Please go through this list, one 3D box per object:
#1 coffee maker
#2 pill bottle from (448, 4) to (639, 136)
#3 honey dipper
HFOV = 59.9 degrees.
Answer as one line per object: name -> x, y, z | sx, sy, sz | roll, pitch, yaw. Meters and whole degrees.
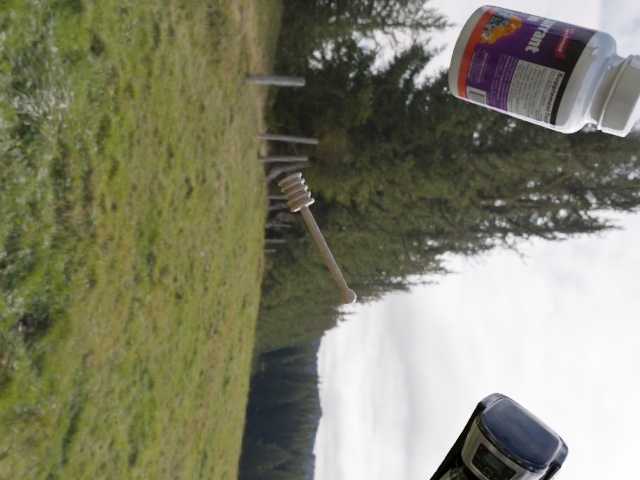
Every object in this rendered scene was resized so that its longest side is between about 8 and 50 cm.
coffee maker -> 0.191, 0.274, 0.653 | 0.178, 0.120, 0.171 | -62, 173, 17
pill bottle -> 0.249, -0.182, 0.605 | 0.108, 0.193, 0.108 | -42, 147, -36
honey dipper -> 0.000, 0.000, 0.630 | 0.160, 0.030, 0.030 | 63, -4, 0
